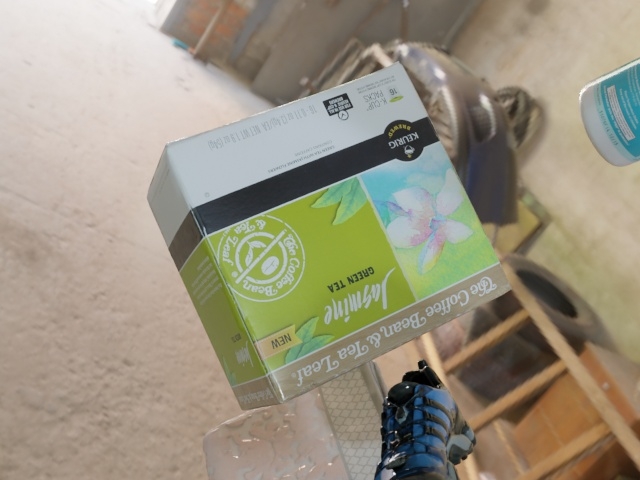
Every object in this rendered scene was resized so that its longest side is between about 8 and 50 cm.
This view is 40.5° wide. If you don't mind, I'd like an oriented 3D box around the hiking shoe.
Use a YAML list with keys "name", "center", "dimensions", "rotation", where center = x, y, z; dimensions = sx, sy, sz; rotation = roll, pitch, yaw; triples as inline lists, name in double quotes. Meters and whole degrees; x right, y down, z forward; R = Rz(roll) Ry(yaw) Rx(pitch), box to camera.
- name: "hiking shoe"
  center: [0.105, 0.246, 1.061]
  dimensions: [0.132, 0.113, 0.304]
  rotation: [65, 16, 2]

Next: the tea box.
- name: "tea box"
  center: [0.000, 0.000, 1.099]
  dimensions: [0.329, 0.220, 0.323]
  rotation: [-24, 86, -21]

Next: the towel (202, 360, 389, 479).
- name: "towel"
  center: [-0.013, 0.350, 1.282]
  dimensions: [0.053, 0.317, 0.332]
  rotation: [59, 4, -38]

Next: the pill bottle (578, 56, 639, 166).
- name: "pill bottle"
  center: [0.529, -0.219, 1.274]
  dimensions: [0.146, 0.264, 0.146]
  rotation: [22, 57, -39]
